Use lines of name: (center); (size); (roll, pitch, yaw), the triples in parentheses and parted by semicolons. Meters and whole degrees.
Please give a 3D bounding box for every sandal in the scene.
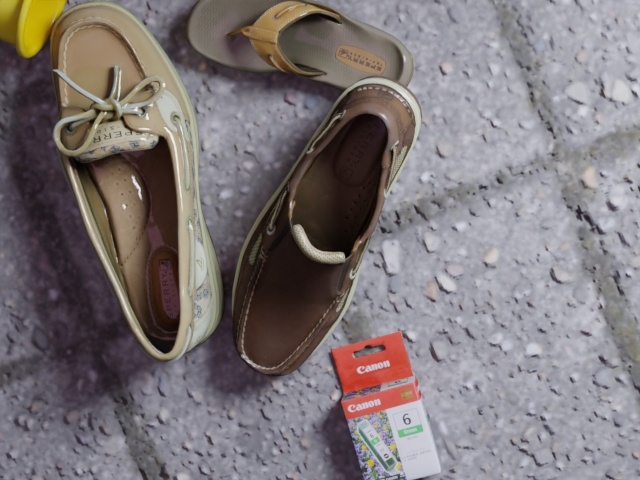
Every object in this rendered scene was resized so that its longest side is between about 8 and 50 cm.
sandal: (-0.016, -0.152, 1.241); (0.180, 0.049, 0.072); (18, 100, 2)

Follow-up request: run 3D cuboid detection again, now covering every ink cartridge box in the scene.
ink cartridge box: (0.051, 0.136, 1.287); (0.062, 0.029, 0.115); (-16, 97, 8)

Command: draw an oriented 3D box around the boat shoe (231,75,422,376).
boat shoe: (-0.007, -0.003, 1.226); (0.095, 0.095, 0.257); (23, 108, 1)

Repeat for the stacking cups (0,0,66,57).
stacking cups: (-0.349, -0.244, 1.246); (0.316, 0.096, 0.096); (24, 100, 6)

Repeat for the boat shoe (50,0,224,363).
boat shoe: (-0.141, -0.047, 1.247); (0.104, 0.089, 0.285); (-18, 96, 8)
